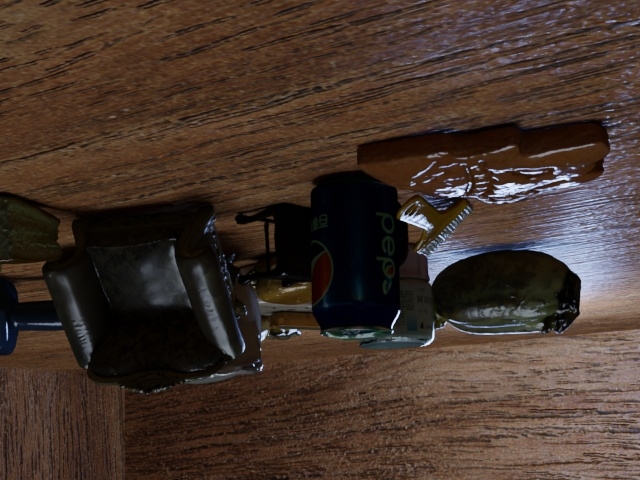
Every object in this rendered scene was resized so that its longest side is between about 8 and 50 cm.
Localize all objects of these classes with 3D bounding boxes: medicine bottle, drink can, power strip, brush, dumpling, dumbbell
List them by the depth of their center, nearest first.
[{"bbox_3d":[0.045,0.023,1.496,0.118,0.205,0.118,-2,168,0],"label":"drink can"},{"bbox_3d":[0.148,-0.029,1.570,0.103,0.013,0.272,-47,162,8],"label":"brush"},{"bbox_3d":[-0.229,0.141,1.951,0.260,0.341,0.181,-9,140,-8],"label":"dumpling"},{"bbox_3d":[0.127,0.098,1.995,0.135,0.169,0.135,-3,169,-1],"label":"medicine bottle"},{"bbox_3d":[-0.495,0.140,2.174,0.324,0.144,0.160,-1,167,-2],"label":"dumbbell"},{"bbox_3d":[-0.020,0.158,2.237,0.178,0.028,0.049,6,166,-33],"label":"power strip"}]

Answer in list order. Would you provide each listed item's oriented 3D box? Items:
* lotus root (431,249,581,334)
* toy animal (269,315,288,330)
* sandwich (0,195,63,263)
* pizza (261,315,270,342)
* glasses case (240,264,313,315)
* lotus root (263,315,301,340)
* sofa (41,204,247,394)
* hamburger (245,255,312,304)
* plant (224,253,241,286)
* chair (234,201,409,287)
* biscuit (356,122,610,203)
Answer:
[{"bbox_3d":[0.311,0.095,2.069,0.309,0.173,0.173,-7,168,24],"label":"lotus root"},{"bbox_3d":[-0.057,0.127,2.340,0.098,0.098,0.137,-2,147,2],"label":"toy animal"},{"bbox_3d":[-0.460,-0.012,1.532,0.244,0.090,0.088,2,171,-21],"label":"sandwich"},{"bbox_3d":[-0.232,0.150,2.219,0.228,0.081,0.289,33,-166,29],"label":"pizza"},{"bbox_3d":[-0.023,0.103,2.237,0.336,0.076,0.144,6,167,-36],"label":"glasses case"},{"bbox_3d":[-0.234,0.189,2.581,0.390,0.111,0.375,-8,169,14],"label":"lotus root"},{"bbox_3d":[-0.246,0.082,1.626,0.258,0.200,0.182,-4,-149,16],"label":"sofa"},{"bbox_3d":[-0.048,0.068,2.042,0.138,0.083,0.147,15,157,-42],"label":"hamburger"},{"bbox_3d":[-0.231,0.059,1.809,0.203,0.143,0.131,6,151,-17],"label":"plant"},{"bbox_3d":[0.000,0.000,1.644,0.229,0.106,0.113,-13,167,38],"label":"chair"},{"bbox_3d":[0.190,-0.086,1.385,0.306,0.043,0.284,1,169,-14],"label":"biscuit"}]
